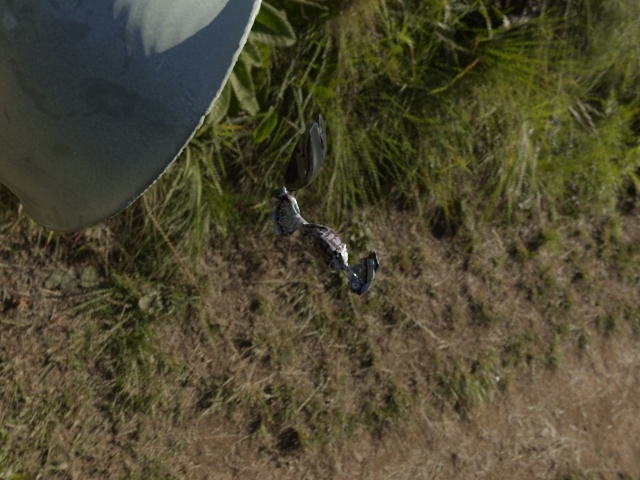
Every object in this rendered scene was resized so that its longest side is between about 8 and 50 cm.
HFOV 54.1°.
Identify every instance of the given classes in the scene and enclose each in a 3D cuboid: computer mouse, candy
[{"bbox_3d":[-0.016,-0.124,0.931,0.047,0.135,0.079,24,40,2],"label":"computer mouse"},{"bbox_3d":[0.000,0.000,1.041,0.226,0.094,0.051,40,41,9],"label":"candy"}]

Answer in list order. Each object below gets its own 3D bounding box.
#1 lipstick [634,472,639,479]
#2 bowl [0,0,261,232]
[{"bbox_3d":[0.301,0.348,0.640,0.066,0.317,0.068,32,6,31],"label":"lipstick"},{"bbox_3d":[-0.189,-0.174,0.426,0.146,0.313,0.313,27,43,-43],"label":"bowl"}]
